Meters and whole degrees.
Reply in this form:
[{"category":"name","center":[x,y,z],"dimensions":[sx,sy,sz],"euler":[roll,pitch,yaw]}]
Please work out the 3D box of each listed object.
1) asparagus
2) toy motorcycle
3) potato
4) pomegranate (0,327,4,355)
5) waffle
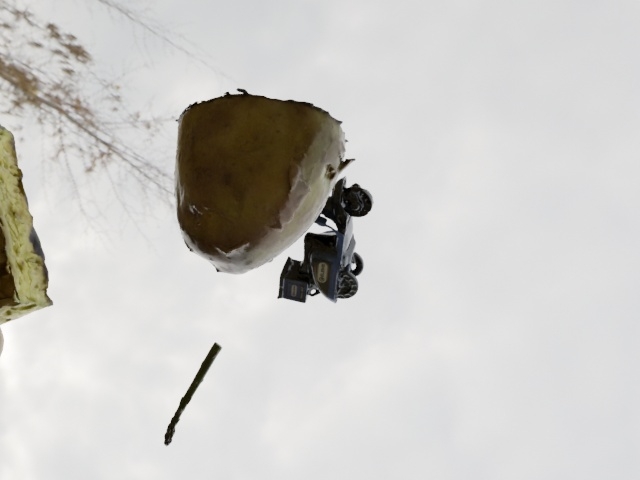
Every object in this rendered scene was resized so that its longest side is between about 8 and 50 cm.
[{"category":"asparagus","center":[-0.279,0.330,1.572],"dimensions":[0.025,0.024,0.248],"euler":[27,-92,41]},{"category":"toy motorcycle","center":[0.000,0.000,1.677],"dimensions":[0.213,0.358,0.125],"euler":[12,-142,7]},{"category":"potato","center":[-0.114,-0.070,1.201],"dimensions":[0.288,0.301,0.237],"euler":[128,-26,-67]},{"category":"pomegranate","center":[-0.748,0.204,1.393],"dimensions":[0.265,0.264,0.264],"euler":[-12,-113,29]},{"category":"waffle","center":[-0.328,0.010,0.571],"dimensions":[0.211,0.055,0.160],"euler":[-19,-103,10]}]
